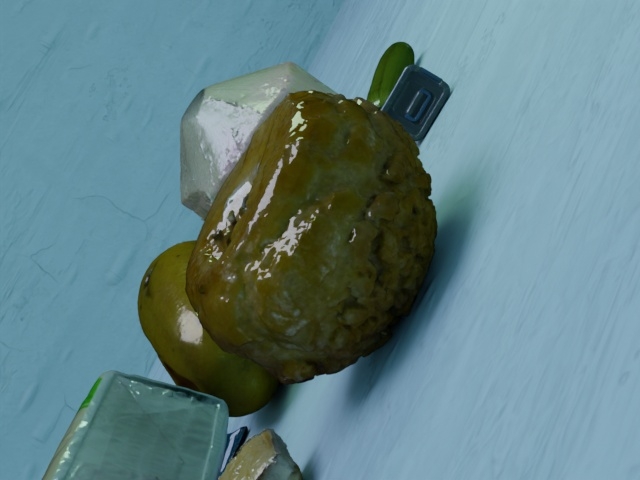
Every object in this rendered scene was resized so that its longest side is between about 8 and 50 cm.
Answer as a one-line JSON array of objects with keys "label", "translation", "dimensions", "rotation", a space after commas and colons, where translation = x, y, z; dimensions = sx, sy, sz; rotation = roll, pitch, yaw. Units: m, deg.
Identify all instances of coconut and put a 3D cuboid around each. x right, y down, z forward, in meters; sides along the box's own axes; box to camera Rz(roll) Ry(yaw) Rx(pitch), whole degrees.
[{"label": "coconut", "translation": [-0.069, -0.119, 1.932], "dimensions": [0.297, 0.309, 0.297], "rotation": [-57, 7, 11]}]

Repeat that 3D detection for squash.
[{"label": "squash", "translation": [0.117, -0.258, 2.159], "dimensions": [0.069, 0.069, 0.258], "rotation": [-54, 11, 38]}]

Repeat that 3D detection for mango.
[{"label": "mango", "translation": [-0.151, 0.130, 1.855], "dimensions": [0.182, 0.253, 0.365], "rotation": [-35, 16, -4]}]

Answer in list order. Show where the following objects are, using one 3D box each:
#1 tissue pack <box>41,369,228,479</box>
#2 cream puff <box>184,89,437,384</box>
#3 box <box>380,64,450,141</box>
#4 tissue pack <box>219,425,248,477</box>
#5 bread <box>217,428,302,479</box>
[{"label": "tissue pack", "translation": [-0.275, 0.415, 1.574], "dimensions": [0.331, 0.205, 0.405], "rotation": [-82, 12, -64]}, {"label": "cream puff", "translation": [0.000, 0.000, 1.439], "dimensions": [0.327, 0.231, 0.343], "rotation": [-66, 16, -5]}, {"label": "box", "translation": [0.137, -0.198, 1.846], "dimensions": [0.099, 0.074, 0.054], "rotation": [-59, -5, 9]}, {"label": "tissue pack", "translation": [-0.152, 0.328, 1.926], "dimensions": [0.138, 0.028, 0.085], "rotation": [-35, 30, 60]}, {"label": "bread", "translation": [-0.068, 0.284, 1.421], "dimensions": [0.125, 0.082, 0.106], "rotation": [-50, 19, 1]}]
